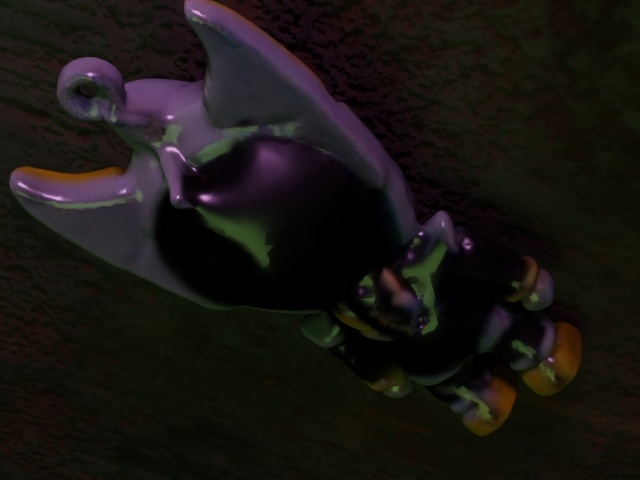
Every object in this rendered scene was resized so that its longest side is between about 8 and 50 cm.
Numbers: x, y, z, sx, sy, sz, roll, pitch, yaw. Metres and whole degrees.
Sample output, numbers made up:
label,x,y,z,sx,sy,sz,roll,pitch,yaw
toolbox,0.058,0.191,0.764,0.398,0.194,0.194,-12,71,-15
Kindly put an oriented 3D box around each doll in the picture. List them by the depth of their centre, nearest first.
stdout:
label,x,y,z,sx,sy,sz,roll,pitch,yaw
doll,0.003,-0.003,0.767,0.316,0.103,0.145,35,150,-24
